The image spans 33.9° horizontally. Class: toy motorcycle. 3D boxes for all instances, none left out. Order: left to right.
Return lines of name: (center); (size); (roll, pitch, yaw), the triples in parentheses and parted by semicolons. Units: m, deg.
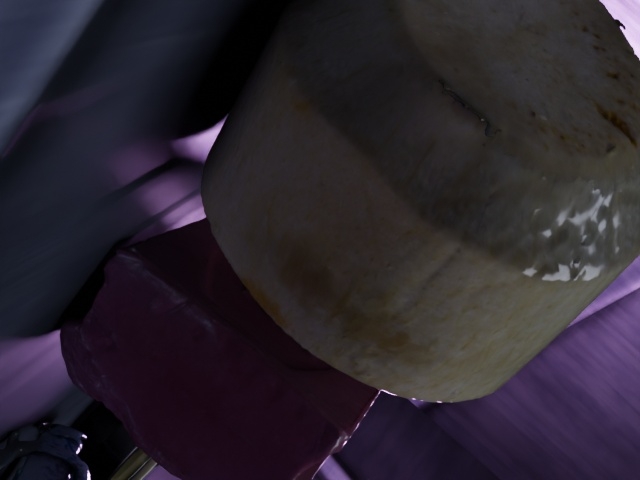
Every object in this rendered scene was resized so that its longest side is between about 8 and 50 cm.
toy motorcycle: (-0.282, 0.279, 1.008); (0.260, 0.154, 0.206); (143, -35, -79)

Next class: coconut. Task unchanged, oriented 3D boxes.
coconut: (0.077, -0.044, 0.757); (0.323, 0.323, 0.323); (-49, 175, -5)

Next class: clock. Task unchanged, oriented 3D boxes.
clock: (-0.183, 0.187, 1.348); (0.379, 0.120, 0.276); (-43, 170, -14)

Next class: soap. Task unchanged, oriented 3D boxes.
soap: (-0.059, 0.093, 0.944); (0.128, 0.233, 0.359); (-52, 174, 15)
